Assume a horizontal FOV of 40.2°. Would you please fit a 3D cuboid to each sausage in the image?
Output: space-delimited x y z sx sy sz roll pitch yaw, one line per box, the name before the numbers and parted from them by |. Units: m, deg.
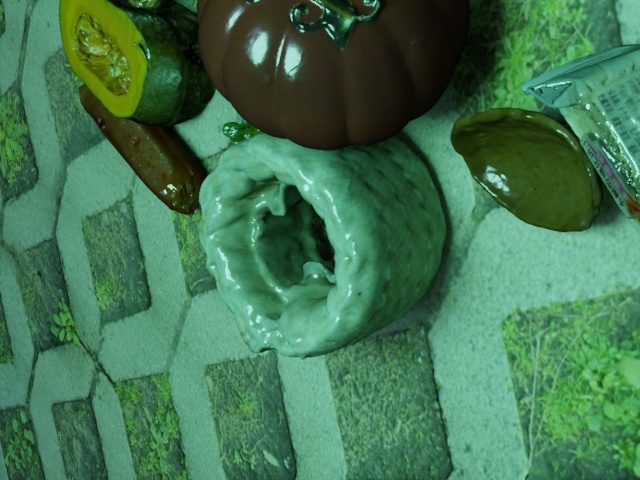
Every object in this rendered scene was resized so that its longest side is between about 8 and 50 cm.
sausage | -0.295 -0.165 1.459 0.330 0.102 0.102 47 130 28

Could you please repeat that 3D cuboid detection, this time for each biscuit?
biscuit | 0.329 -0.057 0.782 0.186 0.079 0.309 -28 77 3

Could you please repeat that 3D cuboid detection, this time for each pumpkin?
pumpkin | -0.296 -0.332 1.392 0.317 0.139 0.222 49 134 31

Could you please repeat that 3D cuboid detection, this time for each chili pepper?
chili pepper | -0.098 -0.152 1.208 0.091 0.034 0.030 -3 65 47

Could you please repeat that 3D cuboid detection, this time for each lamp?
lamp | 0.013 -0.246 0.970 0.303 0.303 0.257 52 169 25

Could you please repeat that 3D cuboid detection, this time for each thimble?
thimble | 0.000 0.000 1.102 0.291 0.195 0.291 13 109 41

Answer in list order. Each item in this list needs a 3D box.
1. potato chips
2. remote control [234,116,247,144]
potato chips | 0.225 -0.081 0.929 0.150 0.049 0.202 56 165 -19
remote control | -0.074 -0.143 1.250 0.128 0.065 0.335 34 123 33
